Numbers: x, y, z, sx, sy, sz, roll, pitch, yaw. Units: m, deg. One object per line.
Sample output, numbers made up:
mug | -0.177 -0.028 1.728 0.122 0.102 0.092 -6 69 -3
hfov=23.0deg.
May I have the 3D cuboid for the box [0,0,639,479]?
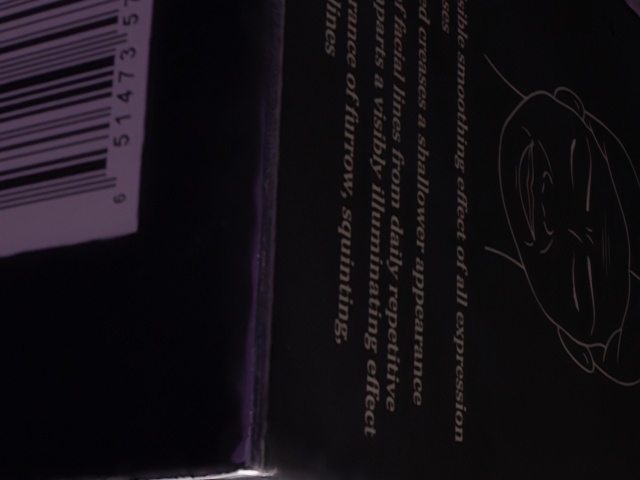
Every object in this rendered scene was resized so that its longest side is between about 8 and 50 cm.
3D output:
box | 0.000 0.000 0.672 0.212 0.395 0.293 -10 67 30
